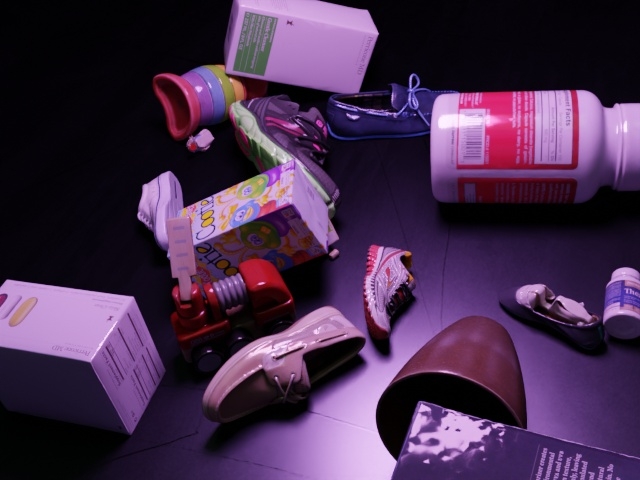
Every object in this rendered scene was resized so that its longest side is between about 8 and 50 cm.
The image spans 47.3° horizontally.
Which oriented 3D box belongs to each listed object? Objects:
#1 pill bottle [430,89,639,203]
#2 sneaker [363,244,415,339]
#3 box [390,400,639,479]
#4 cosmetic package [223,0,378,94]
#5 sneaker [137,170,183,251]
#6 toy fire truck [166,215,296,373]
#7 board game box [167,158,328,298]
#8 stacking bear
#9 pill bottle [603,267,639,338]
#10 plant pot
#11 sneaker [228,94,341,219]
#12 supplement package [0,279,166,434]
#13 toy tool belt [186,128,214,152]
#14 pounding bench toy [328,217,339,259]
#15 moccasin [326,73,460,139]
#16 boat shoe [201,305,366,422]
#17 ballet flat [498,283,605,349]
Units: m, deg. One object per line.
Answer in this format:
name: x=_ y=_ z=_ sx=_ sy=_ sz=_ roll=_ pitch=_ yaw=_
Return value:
pill bottle: x=0.437 y=-0.189 z=1.490 sx=0.407 sy=0.229 sz=0.229 roll=2 pitch=42 yaw=14
sneaker: x=0.128 y=0.088 z=1.352 sx=0.092 sy=0.088 sz=0.225 roll=0 pitch=42 yaw=11
box: x=0.235 y=0.373 z=0.846 sx=0.293 sy=0.296 sz=0.183 roll=10 pitch=46 yaw=24
cosmetic package: x=-0.057 y=-0.522 z=1.913 sx=0.365 sy=0.197 sz=0.155 roll=6 pitch=38 yaw=-15
sneaker: x=-0.358 y=-0.053 z=1.635 sx=0.091 sy=0.094 sz=0.258 roll=-27 pitch=35 yaw=9
toy fire truck: x=-0.175 y=0.079 z=1.307 sx=0.217 sy=0.246 sz=0.158 roll=-20 pitch=42 yaw=-10
board game box: x=-0.138 y=-0.017 z=1.426 sx=0.275 sy=0.144 sz=0.142 roll=-22 pitch=38 yaw=19
stacking bear: x=-0.266 y=-0.395 z=1.941 sx=0.289 sy=0.176 sz=0.164 roll=-27 pitch=16 yaw=-35
pill bottle: x=0.525 y=0.105 z=1.258 sx=0.067 sy=0.067 sz=0.120 roll=7 pitch=44 yaw=19
plant pot: x=0.222 y=0.219 z=1.114 sx=0.215 sy=0.216 sz=0.230 roll=8 pitch=31 yaw=21
sneaker: x=-0.062 y=-0.222 z=1.675 sx=0.202 sy=0.185 sz=0.483 roll=-24 pitch=43 yaw=-9
supplement package: x=-0.437 y=0.200 z=1.260 sx=0.261 sy=0.204 sz=0.145 roll=5 pitch=44 yaw=17
toy tool belt: x=-0.316 y=-0.248 z=1.870 sx=0.051 sy=0.052 sz=0.083 roll=-13 pitch=24 yaw=50
pounding bench toy: x=0.000 y=0.000 z=1.512 sx=0.052 sy=0.083 sz=0.065 roll=-32 pitch=13 yaw=-21
moccasin: x=0.183 y=-0.323 z=1.783 sx=0.341 sy=0.117 sz=0.138 roll=-11 pitch=41 yaw=1
boat shoe: x=-0.057 y=0.220 z=1.232 sx=0.302 sy=0.109 sz=0.098 roll=-29 pitch=42 yaw=-27
ballet flat: x=0.402 y=0.115 z=1.274 sx=0.074 sy=0.074 sz=0.203 roll=-37 pitch=47 yaw=-27
